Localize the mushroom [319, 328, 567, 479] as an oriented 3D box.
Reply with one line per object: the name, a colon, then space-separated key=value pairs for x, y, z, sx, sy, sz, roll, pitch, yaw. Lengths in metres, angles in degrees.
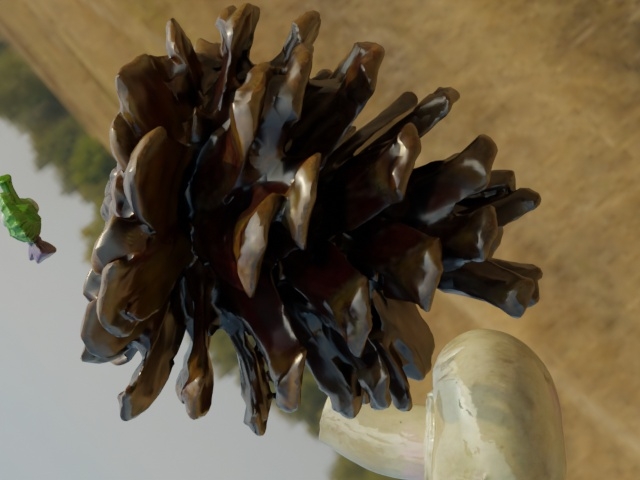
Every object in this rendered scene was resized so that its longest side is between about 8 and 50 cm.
mushroom: x=0.211 y=0.259 z=2.080 sx=0.356 sy=0.315 sz=0.315 roll=45 pitch=174 yaw=35

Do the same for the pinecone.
pinecone: x=0.000 y=0.000 z=1.206 sx=0.384 sy=0.384 sz=0.384 roll=49 pitch=176 yaw=4

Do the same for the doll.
doll: x=-0.365 y=-0.026 z=1.839 sx=0.115 sy=0.050 sz=0.190 roll=58 pitch=173 yaw=-10
